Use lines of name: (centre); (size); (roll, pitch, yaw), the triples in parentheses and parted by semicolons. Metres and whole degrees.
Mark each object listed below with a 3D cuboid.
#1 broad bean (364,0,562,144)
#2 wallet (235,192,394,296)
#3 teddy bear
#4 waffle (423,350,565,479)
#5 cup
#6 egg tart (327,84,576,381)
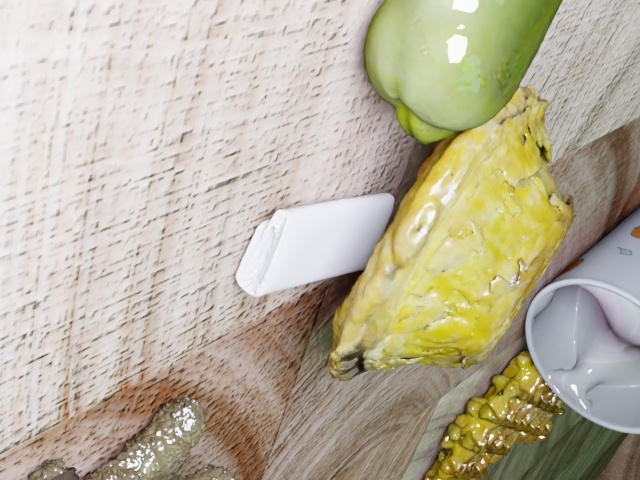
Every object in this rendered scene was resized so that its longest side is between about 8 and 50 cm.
broad bean: (0.092, -0.134, 0.513); (0.174, 0.082, 0.124); (-56, 156, 8)
wallet: (0.000, 0.000, 0.599); (0.122, 0.025, 0.061); (-11, 135, -54)
teddy bear: (-0.122, 0.167, 0.556); (0.160, 0.078, 0.119); (-42, 113, -51)
waffle: (0.242, 0.252, 1.292); (0.293, 0.069, 0.259); (-33, 146, -30)
cup: (0.438, 0.070, 1.209); (0.317, 0.212, 0.212); (-33, 149, -36)
egg tart: (0.096, 0.010, 0.638); (0.241, 0.106, 0.241); (-52, 168, -16)
